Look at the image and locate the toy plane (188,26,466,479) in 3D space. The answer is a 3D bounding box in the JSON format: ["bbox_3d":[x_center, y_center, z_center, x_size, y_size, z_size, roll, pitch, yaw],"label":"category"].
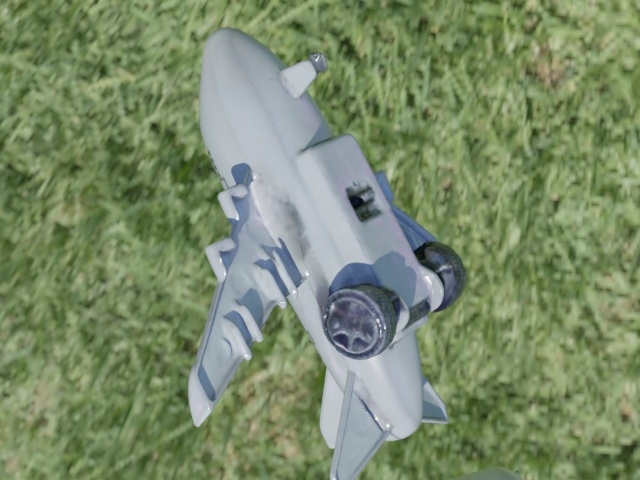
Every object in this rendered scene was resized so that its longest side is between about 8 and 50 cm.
[{"bbox_3d":[0.004,-0.001,0.866,0.101,0.251,0.255,-18,94,36],"label":"toy plane"}]

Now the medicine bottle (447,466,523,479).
[{"bbox_3d":[0.015,0.264,0.992,0.293,0.170,0.170,-20,120,-4],"label":"medicine bottle"}]
